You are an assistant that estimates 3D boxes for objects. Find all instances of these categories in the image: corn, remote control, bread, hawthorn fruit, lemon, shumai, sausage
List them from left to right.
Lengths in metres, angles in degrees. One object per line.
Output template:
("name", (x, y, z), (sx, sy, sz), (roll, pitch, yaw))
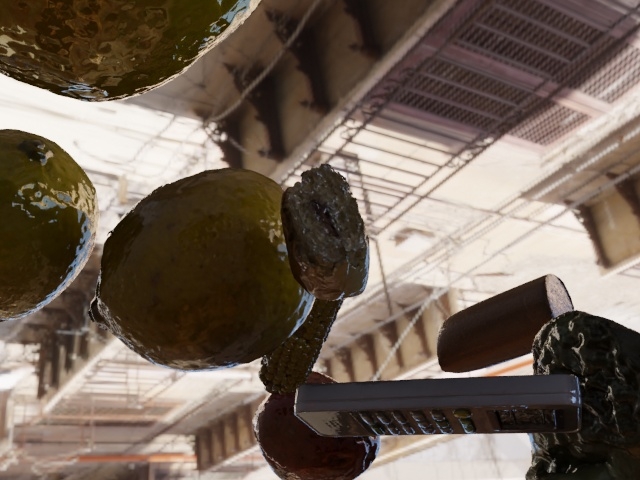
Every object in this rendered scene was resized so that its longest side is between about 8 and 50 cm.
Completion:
("lemon", (-0.424, -0.019, 1.027), (0.267, 0.267, 0.267), (-22, -117, 53))
("lemon", (-0.167, -0.270, 0.585), (0.336, 0.336, 0.336), (-22, -117, 53))
("lemon", (-0.142, 0.041, 0.980), (0.253, 0.310, 0.253), (156, -90, -88))
("corn", (-0.017, 0.121, 1.271), (0.097, 0.097, 0.319), (46, -65, 52))
("bread", (0.000, -0.001, 0.800), (0.106, 0.082, 0.125), (98, -27, -50))
("hawthorn fruit", (0.008, 0.343, 1.388), (0.262, 0.211, 0.210), (-7, -104, 52))
("remote control", (0.106, 0.152, 0.705), (0.250, 0.103, 0.034), (-5, -118, 15))
("sausage", (0.331, 0.159, 1.415), (0.253, 0.123, 0.123), (-27, -122, 36))
("shumai", (0.303, 0.211, 0.790), (0.256, 0.189, 0.218), (31, -90, 31))
